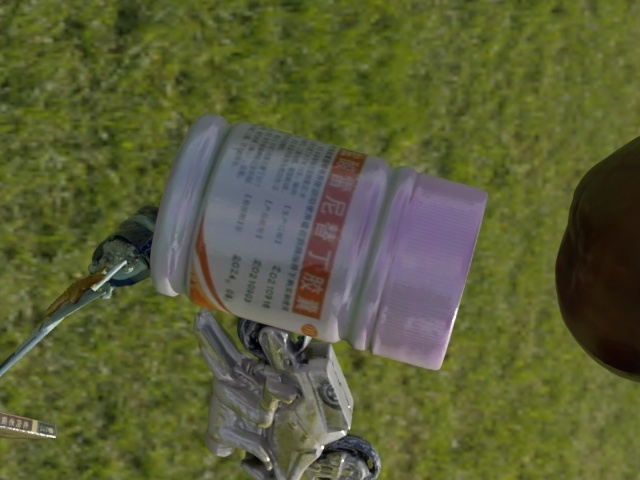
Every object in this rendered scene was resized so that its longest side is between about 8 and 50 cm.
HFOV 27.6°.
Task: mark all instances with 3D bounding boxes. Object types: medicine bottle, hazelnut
[{"bbox_3d":[0.000,0.000,1.362,0.202,0.316,0.202,15,90,-86],"label":"medicine bottle"},{"bbox_3d":[0.323,0.011,1.220,0.217,0.217,0.251,-5,120,-57],"label":"hazelnut"}]

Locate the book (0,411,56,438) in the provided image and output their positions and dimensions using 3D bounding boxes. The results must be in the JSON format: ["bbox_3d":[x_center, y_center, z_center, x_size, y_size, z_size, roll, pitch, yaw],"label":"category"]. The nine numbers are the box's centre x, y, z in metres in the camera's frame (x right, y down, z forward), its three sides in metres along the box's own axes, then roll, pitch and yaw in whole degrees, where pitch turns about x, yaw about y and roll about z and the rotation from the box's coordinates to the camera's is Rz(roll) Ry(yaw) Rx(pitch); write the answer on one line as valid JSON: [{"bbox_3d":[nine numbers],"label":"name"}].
[{"bbox_3d":[-0.465,0.221,1.624,0.231,0.161,0.026,28,64,-55],"label":"book"}]

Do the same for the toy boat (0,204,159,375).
[{"bbox_3d":[-0.274,0.081,1.452,0.067,0.220,0.291,46,69,-10],"label":"toy boat"}]

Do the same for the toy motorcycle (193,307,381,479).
[{"bbox_3d":[-0.065,0.220,1.730,0.108,0.223,0.341,-79,151,-55],"label":"toy motorcycle"}]
